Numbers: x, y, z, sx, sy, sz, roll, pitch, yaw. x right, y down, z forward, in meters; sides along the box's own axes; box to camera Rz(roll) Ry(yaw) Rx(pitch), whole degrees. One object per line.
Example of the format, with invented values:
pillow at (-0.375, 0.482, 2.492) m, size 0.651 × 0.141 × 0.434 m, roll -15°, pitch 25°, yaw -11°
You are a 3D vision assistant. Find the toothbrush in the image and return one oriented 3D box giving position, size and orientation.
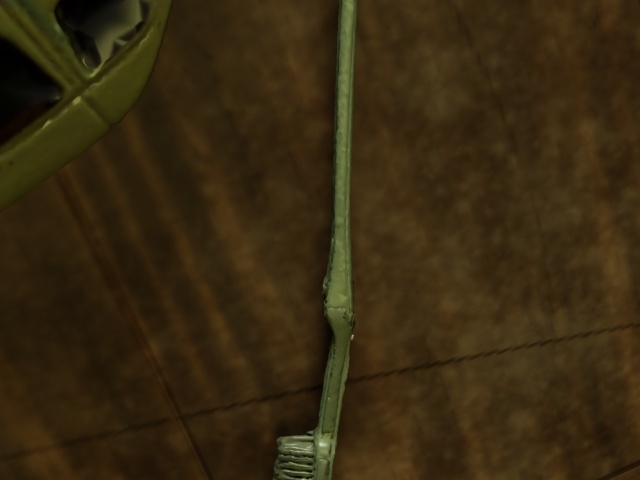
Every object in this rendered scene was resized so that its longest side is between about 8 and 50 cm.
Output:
toothbrush at (0.006, 0.000, 0.514) m, size 0.028 × 0.026 × 0.294 m, roll 5°, pitch 115°, yaw -4°

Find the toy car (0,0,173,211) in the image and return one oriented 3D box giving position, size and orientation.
toy car at (-0.122, -0.073, 0.392) m, size 0.257 × 0.101 × 0.124 m, roll -35°, pitch 126°, yaw 3°
